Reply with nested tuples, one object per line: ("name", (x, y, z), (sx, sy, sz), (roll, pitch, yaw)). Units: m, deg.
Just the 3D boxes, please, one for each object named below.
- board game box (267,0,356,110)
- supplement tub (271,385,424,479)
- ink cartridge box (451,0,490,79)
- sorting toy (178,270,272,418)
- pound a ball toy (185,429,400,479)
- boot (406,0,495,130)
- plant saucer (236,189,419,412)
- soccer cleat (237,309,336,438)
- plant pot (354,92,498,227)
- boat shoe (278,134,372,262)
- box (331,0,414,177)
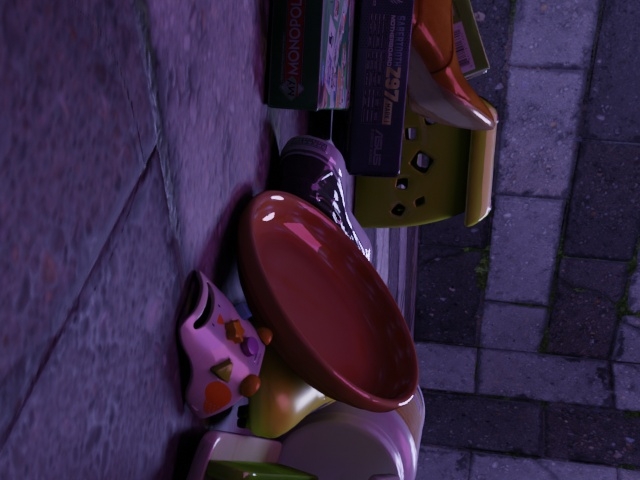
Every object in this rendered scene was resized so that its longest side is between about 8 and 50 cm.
("board game box", (0.003, -0.276, 0.876), (0.213, 0.046, 0.317), (-42, 136, -79))
("supplement tub", (0.029, 0.202, 0.993), (0.199, 0.144, 0.144), (-51, 145, -75))
("ink cartridge box", (0.147, -0.339, 1.469), (0.255, 0.097, 0.189), (-124, -167, -72))
("sorting toy", (-0.070, 0.061, 0.644), (0.083, 0.045, 0.075), (-78, 150, -41))
("pound a ball toy", (0.016, 0.232, 0.709), (0.319, 0.208, 0.136), (62, 43, -76))
("boot", (0.156, -0.285, 1.298), (0.295, 0.104, 0.211), (24, 77, -40))
("plant saucer", (0.002, 0.050, 0.767), (0.200, 0.037, 0.200), (42, 25, -24))
("soccer cleat", (0.002, 0.101, 0.833), (0.289, 0.121, 0.093), (-19, 114, -80))
("plant pot", (0.172, -0.136, 1.549), (0.227, 0.207, 0.228), (-42, 135, -77))
("boat shoe", (0.000, 0.000, 0.922), (0.228, 0.080, 0.076), (80, 23, -56))
("box", (0.055, -0.201, 1.068), (0.183, 0.059, 0.232), (-106, -162, -72))
